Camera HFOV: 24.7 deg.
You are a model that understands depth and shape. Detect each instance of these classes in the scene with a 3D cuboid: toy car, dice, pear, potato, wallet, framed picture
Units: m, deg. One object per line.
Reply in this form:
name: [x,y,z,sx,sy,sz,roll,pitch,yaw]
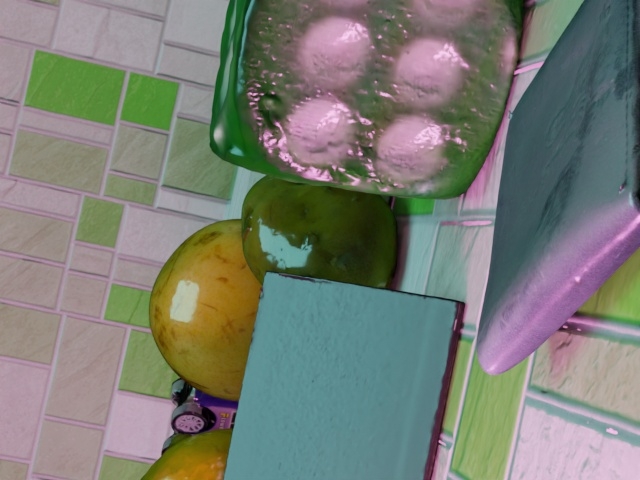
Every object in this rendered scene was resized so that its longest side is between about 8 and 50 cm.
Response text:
toy car: [-0.184,0.291,2.559,0.172,0.158,0.235,-87,12,-46]
dice: [0.040,-0.207,1.575,0.300,0.287,0.297,-132,55,-78]
pear: [-0.100,0.100,2.044,0.281,0.281,0.280,-168,90,-80]
potato: [0.000,0.000,1.848,0.253,0.186,0.148,50,175,41]
wallet: [0.205,-0.064,1.173,0.251,0.054,0.290,123,163,-52]
framed picture: [0.010,0.210,1.529,0.255,0.014,0.338,7,83,36]

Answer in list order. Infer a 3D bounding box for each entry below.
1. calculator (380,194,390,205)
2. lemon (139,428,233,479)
calculator: [0.069,-0.113,1.989,0.184,0.042,0.295,129,150,-68]
lemon: [-0.101,0.361,1.713,0.260,0.261,0.283,167,88,-79]
